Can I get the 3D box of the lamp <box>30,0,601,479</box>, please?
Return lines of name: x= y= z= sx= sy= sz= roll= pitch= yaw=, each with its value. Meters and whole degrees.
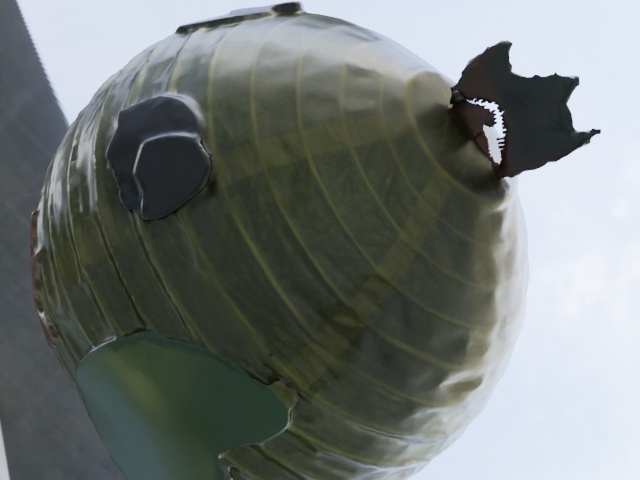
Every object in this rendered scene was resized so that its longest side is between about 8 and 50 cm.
lamp: x=0.000 y=0.000 z=0.418 sx=0.250 sy=0.284 sz=0.250 roll=29 pitch=-134 yaw=-34
